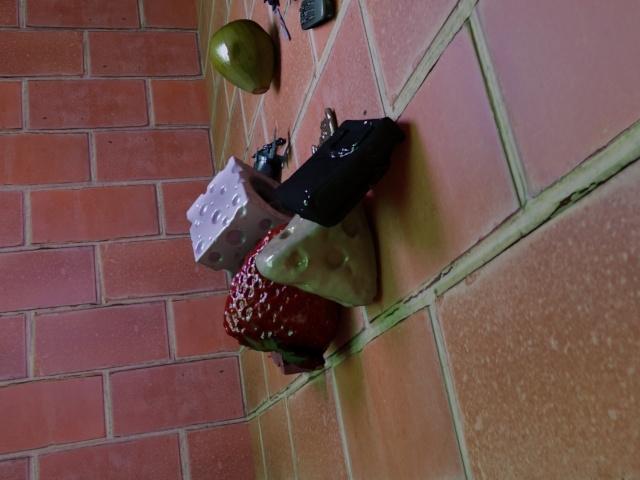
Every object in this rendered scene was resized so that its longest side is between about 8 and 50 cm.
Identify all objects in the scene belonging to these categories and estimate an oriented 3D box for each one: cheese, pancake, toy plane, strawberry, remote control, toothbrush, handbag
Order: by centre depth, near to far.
[{"bbox_3d":[0.034,-0.136,1.232,0.088,0.244,0.275,43,175,-16],"label":"handbag"},{"bbox_3d":[0.001,-0.001,1.355,0.173,0.251,0.248,152,128,-72],"label":"cheese"},{"bbox_3d":[-0.015,-0.548,1.543,0.222,0.042,0.072,-140,48,-70],"label":"remote control"},{"bbox_3d":[0.009,-0.242,1.586,0.184,0.020,0.191,-118,28,-56],"label":"pancake"},{"bbox_3d":[-0.086,0.143,1.604,0.292,0.291,0.310,117,171,-61],"label":"strawberry"},{"bbox_3d":[-0.080,0.264,1.839,0.203,0.128,0.177,-156,62,-73],"label":"cheese"},{"bbox_3d":[-0.116,-0.644,1.911,0.013,0.019,0.193,103,155,-45],"label":"toothbrush"},{"bbox_3d":[-0.178,-0.253,2.102,0.381,0.106,0.155,155,122,-78],"label":"toy plane"}]

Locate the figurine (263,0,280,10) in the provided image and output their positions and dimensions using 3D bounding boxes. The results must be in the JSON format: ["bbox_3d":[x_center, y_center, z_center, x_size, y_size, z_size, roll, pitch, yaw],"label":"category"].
[{"bbox_3d":[-0.149,-0.755,1.751,0.175,0.197,0.265,-49,31,16],"label":"figurine"}]

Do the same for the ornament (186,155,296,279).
[{"bbox_3d":[-0.208,-0.046,1.839,0.240,0.239,0.240,-46,37,18],"label":"ornament"}]

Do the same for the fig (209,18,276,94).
[{"bbox_3d":[-0.231,-0.582,2.023,0.230,0.207,0.207,42,143,25],"label":"fig"}]
